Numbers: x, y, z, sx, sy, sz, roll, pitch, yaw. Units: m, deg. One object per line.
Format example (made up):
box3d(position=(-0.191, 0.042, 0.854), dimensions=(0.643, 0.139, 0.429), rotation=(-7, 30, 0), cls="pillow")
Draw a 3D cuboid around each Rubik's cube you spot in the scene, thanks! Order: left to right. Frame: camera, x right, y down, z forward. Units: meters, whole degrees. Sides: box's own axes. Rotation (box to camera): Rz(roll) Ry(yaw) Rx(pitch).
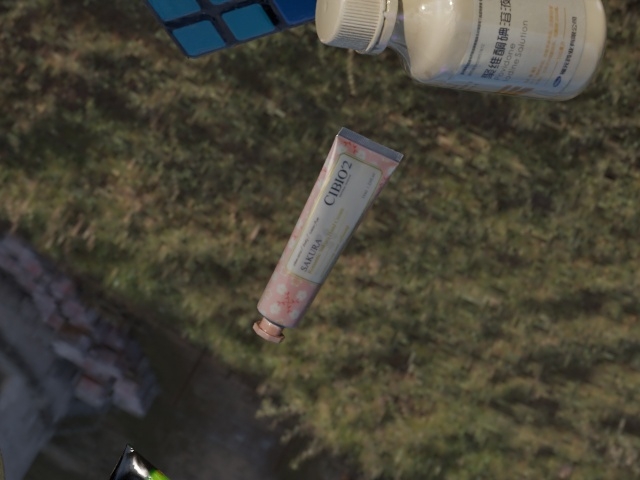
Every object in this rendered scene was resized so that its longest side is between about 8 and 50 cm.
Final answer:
box3d(position=(-0.088, -0.289, 1.150), dimensions=(0.162, 0.163, 0.160), rotation=(-16, 143, 18), cls="Rubik's cube")

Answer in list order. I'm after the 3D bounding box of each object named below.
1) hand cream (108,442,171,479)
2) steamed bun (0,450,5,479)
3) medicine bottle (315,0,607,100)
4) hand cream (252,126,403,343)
box3d(position=(-0.030, 0.119, 0.443), dimensions=(0.122, 0.023, 0.036), rotation=(32, 122, 22), cls="hand cream")
box3d(position=(-0.250, 0.141, 0.567), dimensions=(0.145, 0.232, 0.232), rotation=(36, 167, 49), cls="steamed bun")
box3d(position=(0.122, -0.191, 1.119), dimensions=(0.252, 0.114, 0.114), rotation=(5, 160, -21), cls="medicine bottle")
box3d(position=(0.000, 0.000, 1.158), dimensions=(0.067, 0.209, 0.043), rotation=(23, -165, -21), cls="hand cream")
